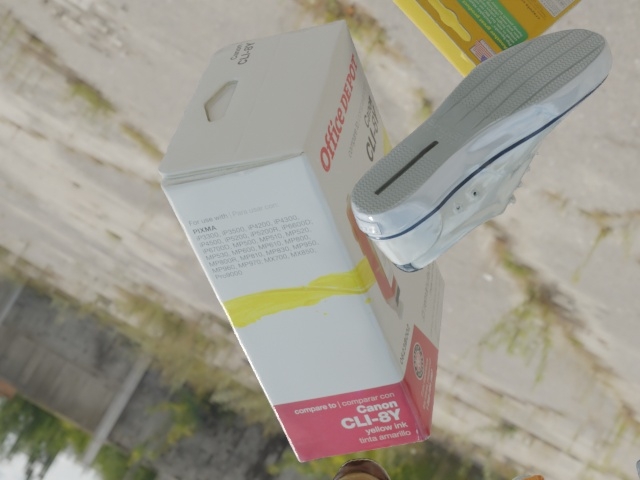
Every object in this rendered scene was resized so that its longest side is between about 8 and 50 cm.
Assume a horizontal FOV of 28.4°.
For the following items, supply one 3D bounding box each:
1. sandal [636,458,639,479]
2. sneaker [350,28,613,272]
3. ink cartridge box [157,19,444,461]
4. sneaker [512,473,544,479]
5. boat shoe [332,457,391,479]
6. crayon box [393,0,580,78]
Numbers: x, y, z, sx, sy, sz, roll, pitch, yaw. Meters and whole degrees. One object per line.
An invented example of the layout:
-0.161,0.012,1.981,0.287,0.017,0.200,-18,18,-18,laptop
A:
0.533,0.425,2.019,0.067,0.040,0.179,17,137,55,sandal
0.140,-0.076,1.052,0.094,0.258,0.091,46,171,49,sneaker
0.000,0.000,1.366,0.160,0.279,0.384,-12,124,19,ink cartridge box
0.209,0.376,1.559,0.121,0.099,0.262,6,136,1,sneaker
0.044,0.274,1.166,0.073,0.073,0.207,3,125,11,boat shoe
0.236,-0.357,1.844,0.203,0.323,0.083,48,140,2,crayon box
